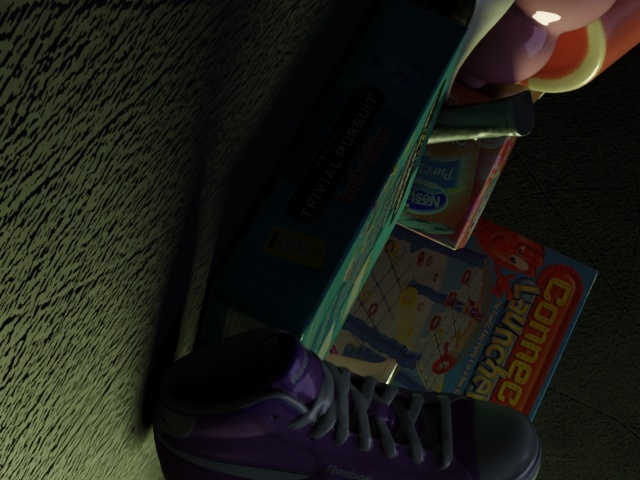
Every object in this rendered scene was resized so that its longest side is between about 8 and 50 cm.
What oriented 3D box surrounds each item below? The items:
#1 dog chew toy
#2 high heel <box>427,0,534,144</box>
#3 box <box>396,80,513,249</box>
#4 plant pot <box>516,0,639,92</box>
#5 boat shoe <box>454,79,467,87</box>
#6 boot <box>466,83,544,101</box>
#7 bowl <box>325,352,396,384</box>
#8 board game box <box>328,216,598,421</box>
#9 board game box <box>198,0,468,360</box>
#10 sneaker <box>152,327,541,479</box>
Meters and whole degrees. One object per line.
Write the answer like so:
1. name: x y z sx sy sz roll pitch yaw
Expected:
1. dog chew toy: 0.222 -0.295 1.561 0.331 0.207 0.206 -59 176 15
2. high heel: 0.091 -0.212 1.451 0.093 0.186 0.261 -13 99 -49
3. box: 0.114 -0.085 1.685 0.300 0.142 0.154 -8 123 -83
4. plant pot: 0.281 -0.310 1.795 0.243 0.275 0.275 -51 167 -32
5. boat shoe: 0.254 -0.294 2.521 0.079 0.084 0.233 11 -100 57
6. boot: 0.211 -0.163 2.302 0.264 0.096 0.280 -31 -168 33
7. bowl: -0.044 0.227 1.619 0.298 0.134 0.297 24 90 -84
8. board game box: 0.148 0.115 2.043 0.086 0.302 0.308 97 18 -72
9. board game box: 0.000 0.000 1.334 0.253 0.079 0.336 107 10 -54
10. sneaker: 0.022 0.129 1.144 0.161 0.282 0.102 91 -4 -52
